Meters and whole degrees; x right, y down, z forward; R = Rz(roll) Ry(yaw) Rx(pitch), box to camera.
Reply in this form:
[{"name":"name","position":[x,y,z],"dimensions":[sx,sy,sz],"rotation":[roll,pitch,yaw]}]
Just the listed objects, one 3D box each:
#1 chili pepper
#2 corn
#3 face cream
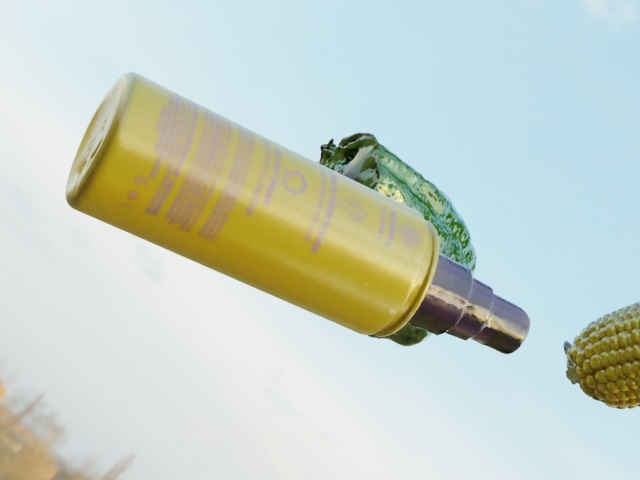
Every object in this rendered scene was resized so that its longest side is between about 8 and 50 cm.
[{"name":"chili pepper","position":[0.071,0.014,1.459],"dimensions":[0.213,0.167,0.385],"rotation":[-5,-29,20]},{"name":"corn","position":[0.509,0.126,1.595],"dimensions":[0.387,0.144,0.144],"rotation":[-23,-60,34]},{"name":"face cream","position":[0.000,0.000,0.654],"dimensions":[0.273,0.078,0.078],"rotation":[25,-9,-21]}]
